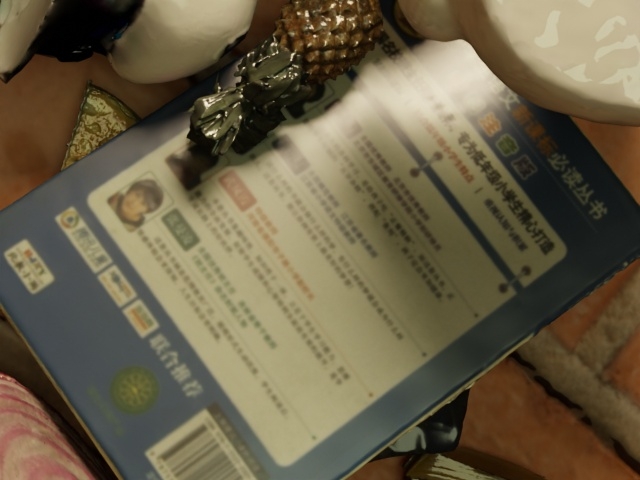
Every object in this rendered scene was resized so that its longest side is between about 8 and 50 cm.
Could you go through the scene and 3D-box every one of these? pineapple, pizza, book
[{"bbox_3d":[-0.029,-0.120,0.881,0.159,0.074,0.074,-45,105,-11],"label":"pineapple"},{"bbox_3d":[-0.166,-0.048,0.932,0.109,0.026,0.123,-38,104,-14],"label":"pizza"},{"bbox_3d":[0.000,0.000,0.909,0.428,0.039,0.300,-34,83,-14],"label":"book"}]

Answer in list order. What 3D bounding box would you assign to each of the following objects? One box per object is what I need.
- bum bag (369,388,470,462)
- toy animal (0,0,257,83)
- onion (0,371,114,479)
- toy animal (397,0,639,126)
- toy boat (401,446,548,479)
[{"bbox_3d":[0.081,0.033,0.983,0.137,0.074,0.310,20,84,-4],"label":"bum bag"},{"bbox_3d":[-0.133,-0.175,0.876,0.179,0.138,0.166,6,83,-25],"label":"toy animal"},{"bbox_3d":[-0.251,0.222,0.844,0.230,0.272,0.256,35,78,10],"label":"onion"},{"bbox_3d":[0.206,-0.180,0.862,0.241,0.368,0.196,4,101,22],"label":"toy animal"},{"bbox_3d":[0.137,0.206,1.031,0.149,0.047,0.049,20,103,-14],"label":"toy boat"}]
